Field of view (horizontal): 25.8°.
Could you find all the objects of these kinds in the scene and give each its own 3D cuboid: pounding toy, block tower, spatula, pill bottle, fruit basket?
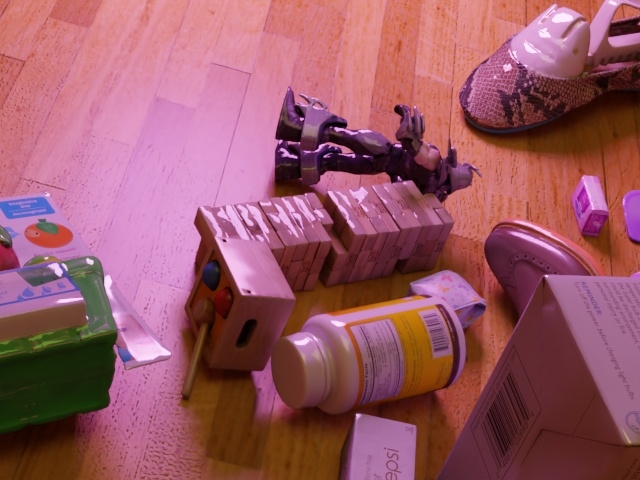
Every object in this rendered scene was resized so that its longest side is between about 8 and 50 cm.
[{"bbox_3d":[-0.110,0.090,1.613,0.100,0.141,0.130,7,34,-30],"label":"pounding toy"},{"bbox_3d":[0.000,0.000,1.780,0.335,0.097,0.091,-7,46,-30],"label":"block tower"},{"bbox_3d":[0.492,0.036,1.979,0.084,0.030,0.296,8,41,-12],"label":"spatula"},{"bbox_3d":[0.054,0.135,1.623,0.215,0.117,0.117,-9,47,-30],"label":"pill bottle"},{"bbox_3d":[-0.378,0.052,1.517,0.327,0.165,0.353,-10,44,-31],"label":"fruit basket"}]

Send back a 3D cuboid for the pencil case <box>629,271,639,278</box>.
[{"bbox_3d":[0.487,0.054,1.884,0.206,0.086,0.088,-23,14,-19],"label":"pencil case"}]

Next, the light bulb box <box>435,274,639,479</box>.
[{"bbox_3d":[0.361,0.234,1.441,0.361,0.358,0.225,3,44,-20],"label":"light bulb box"}]

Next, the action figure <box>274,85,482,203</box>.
[{"bbox_3d":[0.081,-0.118,1.893,0.285,0.185,0.099,12,54,3],"label":"action figure"}]

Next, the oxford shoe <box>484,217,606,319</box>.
[{"bbox_3d":[0.301,0.109,1.748,0.132,0.130,0.364,-18,50,-26],"label":"oxford shoe"}]

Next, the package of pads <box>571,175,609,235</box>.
[{"bbox_3d":[0.391,-0.051,2.023,0.032,0.050,0.083,9,40,-11],"label":"package of pads"}]

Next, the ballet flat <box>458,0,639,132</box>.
[{"bbox_3d":[0.424,-0.306,2.228,0.482,0.182,0.164,-16,51,-34],"label":"ballet flat"}]

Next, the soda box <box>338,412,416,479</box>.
[{"bbox_3d":[0.056,0.289,1.484,0.073,0.069,0.216,14,39,-5],"label":"soda box"}]

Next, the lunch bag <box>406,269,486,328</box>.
[{"bbox_3d":[0.162,0.080,1.781,0.083,0.053,0.071,-21,51,-26],"label":"lunch bag"}]
